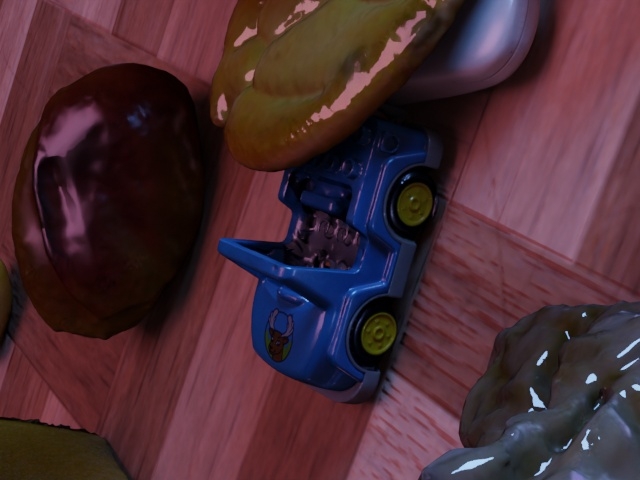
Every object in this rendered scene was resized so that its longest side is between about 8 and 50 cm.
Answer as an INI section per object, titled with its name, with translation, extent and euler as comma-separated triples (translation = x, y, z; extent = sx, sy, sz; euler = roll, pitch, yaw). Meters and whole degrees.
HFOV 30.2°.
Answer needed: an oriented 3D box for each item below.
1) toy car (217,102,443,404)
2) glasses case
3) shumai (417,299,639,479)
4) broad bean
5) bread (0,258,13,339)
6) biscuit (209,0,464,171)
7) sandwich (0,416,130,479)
[toy car]
translation = 0.000, 0.000, 0.741
extent = 0.097, 0.100, 0.191
euler = 21, 98, 54
[glasses case]
translation = 0.059, -0.125, 0.740
extent = 0.193, 0.049, 0.074
euler = 0, 74, 53
[shumai]
translation = 0.098, 0.107, 0.502
extent = 0.218, 0.185, 0.184
euler = 15, 92, 54
[broad bean]
translation = -0.171, -0.033, 0.969
extent = 0.122, 0.156, 0.229
euler = -45, -33, -78
[bread]
translation = -0.350, 0.068, 1.234
extent = 0.082, 0.056, 0.115
euler = 41, 119, 52
[biscuit]
translation = 0.017, -0.150, 0.728
extent = 0.260, 0.041, 0.203
euler = -33, 39, 36
[sandwich]
translation = -0.249, 0.223, 0.910
extent = 0.186, 0.220, 0.108
euler = 41, 111, 51
